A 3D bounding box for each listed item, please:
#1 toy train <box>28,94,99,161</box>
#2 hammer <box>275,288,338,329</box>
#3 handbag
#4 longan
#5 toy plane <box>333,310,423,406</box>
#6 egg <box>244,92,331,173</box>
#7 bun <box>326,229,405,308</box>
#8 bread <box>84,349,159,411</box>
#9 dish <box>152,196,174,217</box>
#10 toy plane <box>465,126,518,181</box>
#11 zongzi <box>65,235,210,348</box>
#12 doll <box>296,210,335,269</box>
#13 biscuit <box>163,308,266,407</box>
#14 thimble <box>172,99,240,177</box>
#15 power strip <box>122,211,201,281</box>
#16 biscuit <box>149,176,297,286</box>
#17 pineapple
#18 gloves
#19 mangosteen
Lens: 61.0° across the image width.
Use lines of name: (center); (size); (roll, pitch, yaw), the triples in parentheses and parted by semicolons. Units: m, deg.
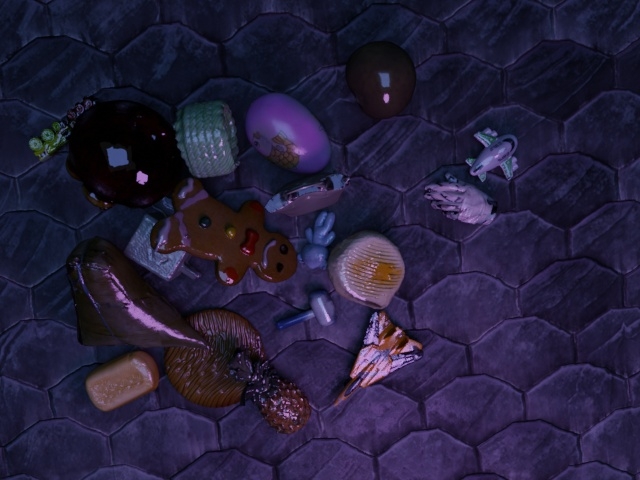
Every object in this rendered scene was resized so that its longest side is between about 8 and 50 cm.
toy train: (-0.751, -0.335, 1.616); (0.249, 0.053, 0.085); (-37, 103, 2)
hammer: (-0.049, 0.229, 1.671); (0.193, 0.069, 0.116); (-22, 96, 6)
handbag: (-0.033, -0.123, 1.514); (0.241, 0.315, 0.109); (-19, 97, 1)
longan: (0.177, -0.460, 1.552); (0.196, 0.196, 0.220); (-25, 85, 1)
toy plane: (0.149, 0.388, 1.674); (0.204, 0.103, 0.316); (41, 100, -2)
egg: (-0.088, -0.305, 1.559); (0.271, 0.196, 0.196); (25, 94, -5)
bun: (0.123, 0.090, 1.614); (0.243, 0.153, 0.244); (2, 85, -24)
bread: (-0.601, 0.422, 1.659); (0.217, 0.098, 0.147); (-22, 96, 3)
dish: (-0.444, -0.084, 1.641); (0.137, 0.091, 0.039); (24, 137, 1)
toy plane: (0.519, -0.255, 1.631); (0.174, 0.080, 0.174); (0, 93, -3)
zongzi: (-0.512, 0.163, 1.542); (0.392, 0.174, 0.356); (8, 128, 3)
doll: (0.002, 0.002, 1.654); (0.075, 0.120, 0.180); (33, 76, -47)
biscuit: (-0.330, 0.368, 1.689); (0.317, 0.040, 0.318); (0, 94, -1)
thimble: (-0.321, -0.286, 1.551); (0.150, 0.219, 0.219); (-9, 95, 1)
power strip: (-0.442, 0.032, 1.607); (0.224, 0.139, 0.140); (32, 93, -3)
biscuit: (-0.249, -0.012, 1.574); (0.432, 0.064, 0.283); (28, 63, -18)
pineapple: (-0.164, 0.445, 1.616); (0.141, 0.170, 0.310); (-23, 114, 42)
gloves: (0.417, -0.124, 1.629); (0.212, 0.111, 0.128); (19, 99, -10)
mangosteen: (-0.556, -0.219, 1.522); (0.307, 0.307, 0.347); (47, 123, -4)
